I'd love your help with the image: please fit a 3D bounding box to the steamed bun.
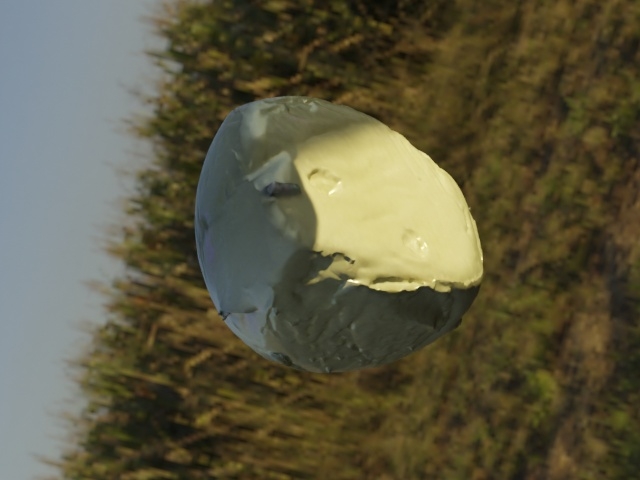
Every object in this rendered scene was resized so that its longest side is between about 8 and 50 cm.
[{"bbox_3d":[0.000,0.000,0.569,0.091,0.130,0.112,-45,50,38],"label":"steamed bun"}]
